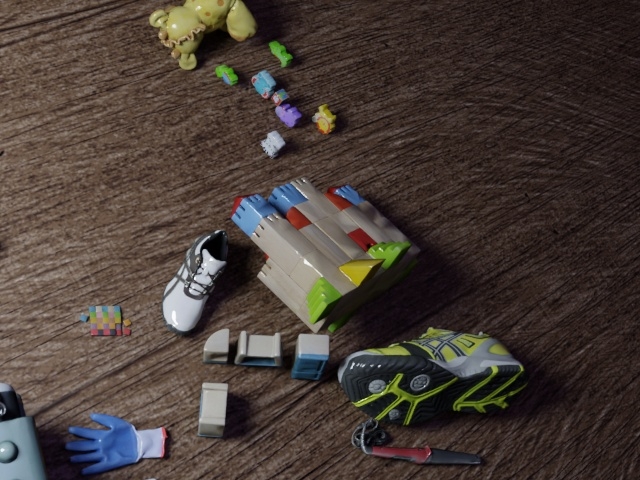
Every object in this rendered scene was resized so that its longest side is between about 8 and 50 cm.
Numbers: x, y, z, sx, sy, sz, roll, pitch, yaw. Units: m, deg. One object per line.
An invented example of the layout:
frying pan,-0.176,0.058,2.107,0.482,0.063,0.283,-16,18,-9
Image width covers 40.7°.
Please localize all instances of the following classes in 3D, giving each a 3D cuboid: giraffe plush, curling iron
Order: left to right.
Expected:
giraffe plush,-0.234,-0.422,1.646,0.170,0.210,0.181,-41,104,-4
curling iron,0.180,0.375,1.565,0.273,0.035,0.068,17,60,-22

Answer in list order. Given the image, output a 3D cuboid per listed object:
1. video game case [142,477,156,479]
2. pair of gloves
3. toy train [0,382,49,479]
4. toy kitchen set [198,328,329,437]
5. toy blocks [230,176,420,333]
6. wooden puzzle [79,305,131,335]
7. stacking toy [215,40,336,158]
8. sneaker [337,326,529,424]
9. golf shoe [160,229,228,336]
video game case,-0.301,0.437,1.252,0.143,0.019,0.157,-4,77,-23
pair of gloves,-0.307,0.361,1.304,0.159,0.023,0.198,8,63,-26
toy train,-0.413,0.352,1.143,0.142,0.190,0.334,-8,72,-33
toy kitchen set,-0.095,0.249,1.442,0.207,0.122,0.166,4,64,-6
toy blocks,0.000,0.000,1.549,0.261,0.191,0.381,44,33,15
wooden puzzle,-0.348,0.130,1.399,0.083,0.006,0.049,2,67,-29
stacking toy,-0.089,-0.282,1.718,0.167,0.052,0.221,-32,83,-38
sneaker,0.195,0.240,1.594,0.384,0.145,0.147,7,31,-28
golf shoe,-0.209,0.064,1.457,0.077,0.094,0.198,26,59,-18
